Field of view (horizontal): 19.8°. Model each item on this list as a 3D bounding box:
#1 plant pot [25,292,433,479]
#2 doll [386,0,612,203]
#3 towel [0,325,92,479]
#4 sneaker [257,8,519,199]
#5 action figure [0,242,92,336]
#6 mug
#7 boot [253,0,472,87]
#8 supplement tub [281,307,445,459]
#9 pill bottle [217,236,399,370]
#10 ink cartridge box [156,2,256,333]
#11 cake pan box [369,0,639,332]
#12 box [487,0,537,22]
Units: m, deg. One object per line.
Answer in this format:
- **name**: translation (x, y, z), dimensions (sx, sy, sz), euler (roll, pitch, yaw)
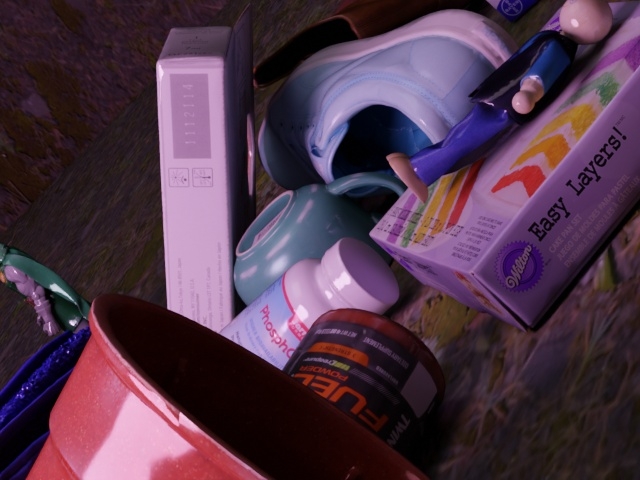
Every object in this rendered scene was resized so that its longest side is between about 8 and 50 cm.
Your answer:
- **plant pot**: translation (-0.079, 0.214, 0.986), dimensions (0.265, 0.272, 0.272), euler (-56, 13, 5)
- **doll**: translation (0.132, -0.102, 1.290), dimensions (0.189, 0.046, 0.129), euler (-41, 6, 5)
- **towel**: translation (-0.188, 0.211, 1.167), dimensions (0.227, 0.076, 0.308), euler (-44, -28, -39)
- **sneaker**: translation (0.024, -0.098, 1.683), dimensions (0.150, 0.135, 0.366), euler (-49, 12, -32)
- **action figure**: translation (-0.279, 0.072, 1.966), dimensions (0.063, 0.232, 0.137), euler (-51, 13, -5)
- **mug**: translation (-0.006, 0.004, 1.591), dimensions (0.158, 0.097, 0.129), euler (-56, 15, -21)
- **boot**: translation (0.030, -0.205, 1.909), dimensions (0.264, 0.096, 0.280), euler (-16, 14, 45)
- **supplement tub**: translation (-0.003, 0.144, 1.189), dimensions (0.106, 0.106, 0.198), euler (-31, 21, 52)
- **pill bottle**: translation (-0.015, 0.071, 1.467), dimensions (0.160, 0.087, 0.087), euler (-43, 15, 27)
- **ink cartridge box**: translation (-0.102, -0.053, 1.708), dimensions (0.261, 0.066, 0.296), euler (-84, -7, -72)
- **cake pan box**: translation (0.164, -0.064, 1.325), dimensions (0.246, 0.070, 0.267), euler (-48, 14, -4)
- **box**: translation (0.180, -0.301, 1.746), dimensions (0.126, 0.137, 0.072), euler (-40, 17, 32)
